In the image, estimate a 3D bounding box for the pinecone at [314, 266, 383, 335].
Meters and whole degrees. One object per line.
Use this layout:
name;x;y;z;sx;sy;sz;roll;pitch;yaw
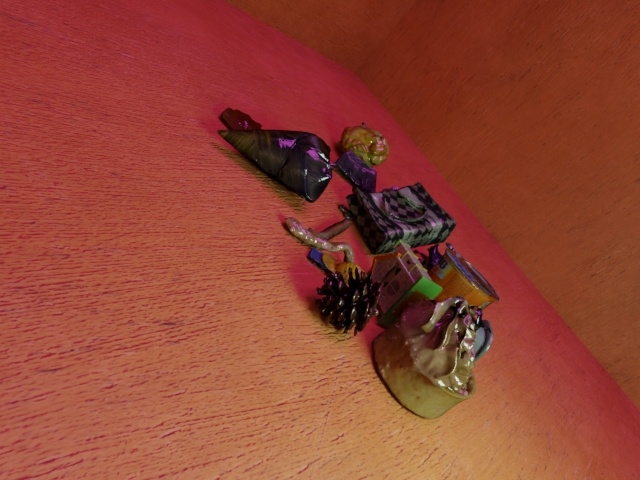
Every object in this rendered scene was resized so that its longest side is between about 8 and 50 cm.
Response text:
pinecone;0.081;0.169;1.426;0.208;0.208;0.207;34;28;-21

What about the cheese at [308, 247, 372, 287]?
cheese;0.070;0.102;1.645;0.250;0.064;0.156;33;24;-3

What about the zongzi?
zongzi;-0.159;-0.361;1.873;0.433;0.207;0.403;26;24;-11

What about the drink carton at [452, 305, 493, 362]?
drink carton;0.500;0.333;1.806;0.190;0.191;0.185;36;29;-3

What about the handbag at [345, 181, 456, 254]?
handbag;0.334;-0.116;2.102;0.417;0.180;0.316;-10;55;-34

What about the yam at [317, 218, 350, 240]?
yam;0.054;-0.040;1.846;0.046;0.046;0.264;48;28;6

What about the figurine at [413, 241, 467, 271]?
figurine;0.558;0.125;2.206;0.265;0.197;0.175;40;68;-20

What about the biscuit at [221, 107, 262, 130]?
biscuit;-0.297;-0.454;1.953;0.182;0.034;0.215;50;24;8

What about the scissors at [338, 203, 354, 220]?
scissors;0.158;-0.112;2.133;0.220;0.017;0.088;6;42;-52

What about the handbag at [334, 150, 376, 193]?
handbag;0.179;-0.325;2.410;0.270;0.089;0.175;38;35;-16

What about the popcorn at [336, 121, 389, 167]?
popcorn;0.225;-0.490;2.557;0.286;0.215;0.252;38;23;24

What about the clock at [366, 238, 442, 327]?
clock;0.268;0.145;1.705;0.106;0.219;0.255;29;22;-31

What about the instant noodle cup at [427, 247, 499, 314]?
instant noodle cup;0.531;0.202;1.962;0.296;0.214;0.296;38;20;-16

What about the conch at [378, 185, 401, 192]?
conch;0.354;-0.195;2.376;0.246;0.178;0.162;5;35;-27

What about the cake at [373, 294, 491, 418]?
cake;0.366;0.320;1.467;0.333;0.321;0.332;32;28;-20

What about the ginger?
ginger;0.000;0.000;1.686;0.288;0.075;0.089;26;20;-19
